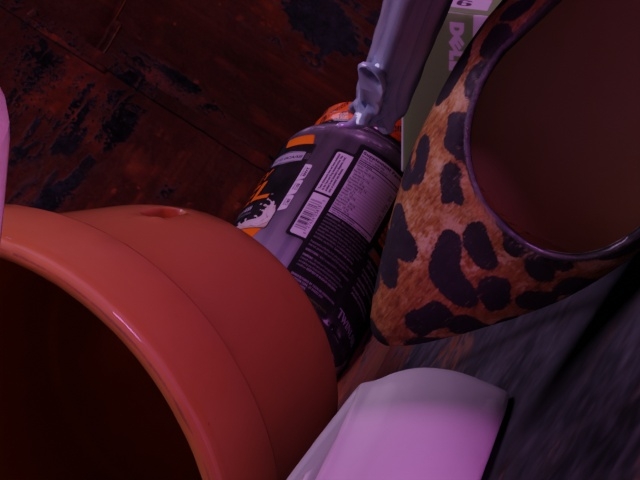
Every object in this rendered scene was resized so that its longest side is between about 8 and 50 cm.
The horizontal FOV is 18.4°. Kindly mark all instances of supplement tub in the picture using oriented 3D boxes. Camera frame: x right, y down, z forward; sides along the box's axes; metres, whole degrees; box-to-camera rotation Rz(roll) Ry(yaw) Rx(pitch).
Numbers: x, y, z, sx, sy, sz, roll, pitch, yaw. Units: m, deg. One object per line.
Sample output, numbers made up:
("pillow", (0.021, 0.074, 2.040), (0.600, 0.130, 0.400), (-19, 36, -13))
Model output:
("supplement tub", (0.000, 0.000, 1.375), (0.190, 0.117, 0.117), (-59, 4, -34))

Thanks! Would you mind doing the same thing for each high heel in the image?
("high heel", (0.085, -0.037, 0.599), (0.261, 0.093, 0.186), (-47, 1, 22))

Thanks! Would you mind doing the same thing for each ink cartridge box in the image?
("ink cartridge box", (0.087, -0.106, 1.180), (0.209, 0.062, 0.109), (-63, -24, -57))

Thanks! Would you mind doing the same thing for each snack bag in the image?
("snack bag", (0.104, -0.215, 0.649), (0.342, 0.037, 0.323), (-63, -2, -13))

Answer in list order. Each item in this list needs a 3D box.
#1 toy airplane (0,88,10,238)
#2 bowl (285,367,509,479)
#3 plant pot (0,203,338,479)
("toy airplane", (-0.166, 0.185, 0.631), (0.386, 0.272, 0.384), (-97, 21, -53))
("bowl", (0.005, 0.118, 0.744), (0.142, 0.053, 0.142), (-57, 2, 41))
("plant pot", (-0.124, 0.102, 1.078), (0.291, 0.291, 0.203), (-55, -12, 31))
